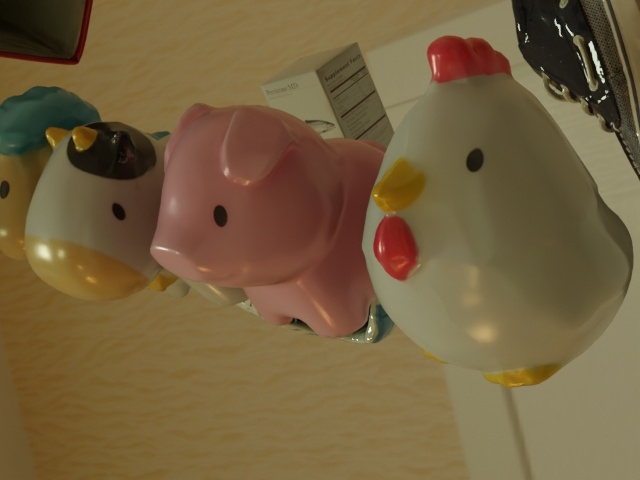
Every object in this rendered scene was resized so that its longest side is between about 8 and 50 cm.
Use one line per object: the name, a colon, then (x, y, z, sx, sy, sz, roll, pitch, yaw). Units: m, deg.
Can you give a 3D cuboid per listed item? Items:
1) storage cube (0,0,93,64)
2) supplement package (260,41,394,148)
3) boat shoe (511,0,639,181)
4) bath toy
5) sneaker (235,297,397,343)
storage cube: (-0.276, -0.242, 0.731, 0.184, 0.193, 0.215, -1, -67, -42)
supplement package: (0.018, -0.158, 1.416, 0.105, 0.105, 0.179, -43, -65, -42)
boat shoe: (0.321, -0.170, 1.154, 0.127, 0.158, 0.340, -16, -89, -41)
bath toy: (-0.029, -0.021, 0.484, 0.151, 0.348, 0.129, -33, -64, -36)
sneaker: (-0.048, 0.024, 0.847, 0.086, 0.237, 0.085, -54, -23, -69)
